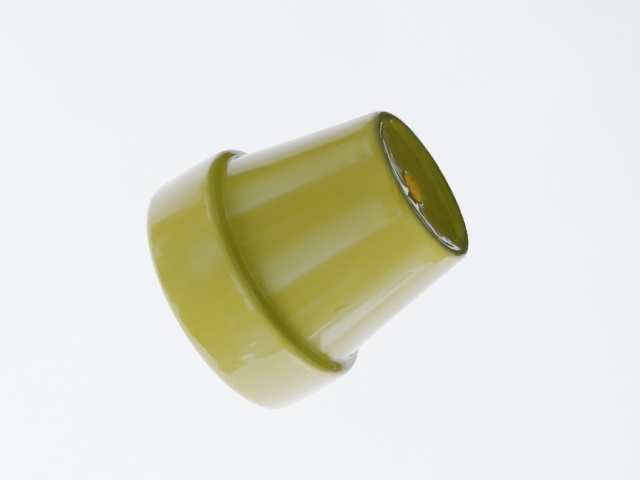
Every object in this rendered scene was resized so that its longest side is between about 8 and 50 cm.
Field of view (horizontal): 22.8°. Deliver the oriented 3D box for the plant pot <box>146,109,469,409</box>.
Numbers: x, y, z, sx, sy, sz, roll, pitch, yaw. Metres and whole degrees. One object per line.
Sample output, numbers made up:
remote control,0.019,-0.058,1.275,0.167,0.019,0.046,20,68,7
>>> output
plant pot,0.000,0.000,1.529,0.254,0.239,0.254,48,-156,-29
